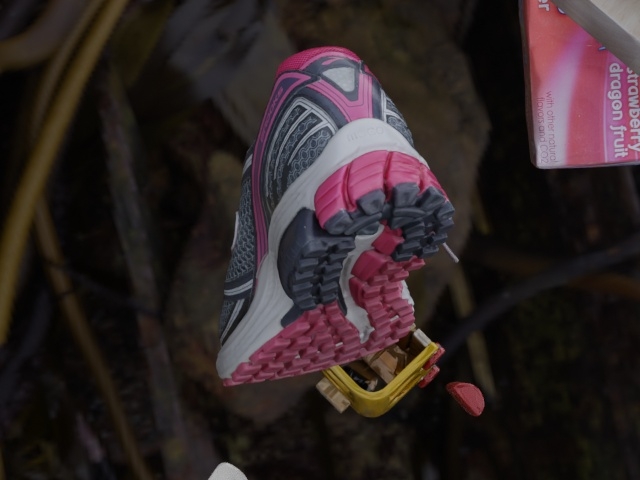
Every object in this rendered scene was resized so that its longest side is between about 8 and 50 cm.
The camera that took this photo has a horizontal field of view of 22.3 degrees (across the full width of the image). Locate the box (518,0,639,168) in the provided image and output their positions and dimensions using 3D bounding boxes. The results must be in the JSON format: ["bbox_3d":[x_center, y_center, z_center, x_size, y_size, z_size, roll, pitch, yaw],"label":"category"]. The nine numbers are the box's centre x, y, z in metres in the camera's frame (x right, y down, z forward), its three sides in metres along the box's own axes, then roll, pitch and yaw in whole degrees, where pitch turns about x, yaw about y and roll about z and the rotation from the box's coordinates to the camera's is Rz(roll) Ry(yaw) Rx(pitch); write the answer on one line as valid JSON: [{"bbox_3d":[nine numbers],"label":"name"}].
[{"bbox_3d":[0.212,-0.203,1.127,0.142,0.154,0.300,-38,125,-83],"label":"box"}]

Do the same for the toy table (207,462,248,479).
[{"bbox_3d":[-0.097,0.351,1.489,0.161,0.274,0.252,33,64,8],"label":"toy table"}]

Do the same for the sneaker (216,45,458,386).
[{"bbox_3d":[0.000,0.000,0.973,0.120,0.299,0.112,-12,66,-21],"label":"sneaker"}]

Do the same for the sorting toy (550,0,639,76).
[{"bbox_3d":[0.284,-0.161,0.861,0.255,0.089,0.257,42,64,7],"label":"sorting toy"}]

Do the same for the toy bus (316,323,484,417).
[{"bbox_3d":[0.045,0.115,1.540,0.104,0.191,0.202,-43,123,-9],"label":"toy bus"}]
